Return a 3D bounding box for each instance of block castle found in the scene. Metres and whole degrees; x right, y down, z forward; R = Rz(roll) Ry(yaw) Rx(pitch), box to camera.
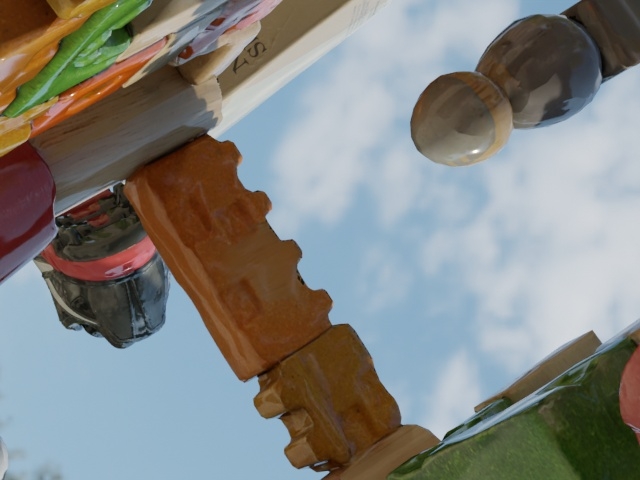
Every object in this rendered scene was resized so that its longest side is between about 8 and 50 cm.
[{"bbox_3d":[0.000,0.000,0.645,0.303,0.213,0.453,58,-33,1],"label":"block castle"}]

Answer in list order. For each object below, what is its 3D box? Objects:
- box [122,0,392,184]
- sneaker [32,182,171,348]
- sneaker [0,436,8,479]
[{"bbox_3d":[-0.091,-0.187,1.636,0.148,0.311,0.121,49,-12,6],"label":"box"},{"bbox_3d":[-0.190,0.003,1.499,0.276,0.098,0.135,38,-31,59],"label":"sneaker"},{"bbox_3d":[-0.289,0.150,1.109,0.081,0.211,0.080,90,-14,-66],"label":"sneaker"}]
